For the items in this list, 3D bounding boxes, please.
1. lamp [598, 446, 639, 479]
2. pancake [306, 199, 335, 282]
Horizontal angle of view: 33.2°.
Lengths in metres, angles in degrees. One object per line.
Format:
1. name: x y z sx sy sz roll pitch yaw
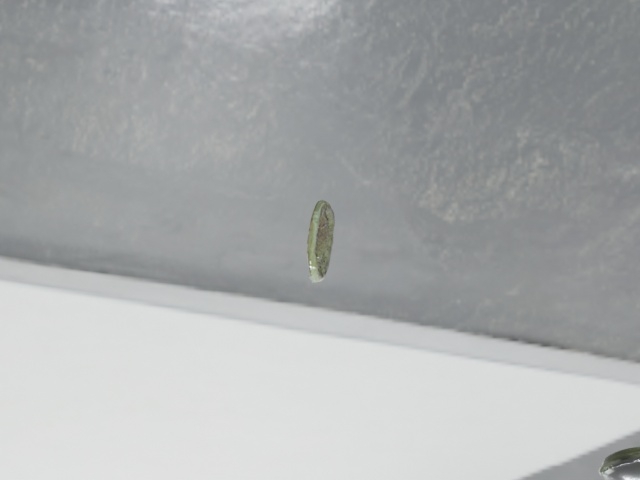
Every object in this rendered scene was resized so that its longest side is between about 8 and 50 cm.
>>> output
1. lamp: 0.368 0.126 0.912 0.124 0.283 0.203 29 168 27
2. pancake: 0.000 0.001 1.318 0.017 0.108 0.108 4 156 16
